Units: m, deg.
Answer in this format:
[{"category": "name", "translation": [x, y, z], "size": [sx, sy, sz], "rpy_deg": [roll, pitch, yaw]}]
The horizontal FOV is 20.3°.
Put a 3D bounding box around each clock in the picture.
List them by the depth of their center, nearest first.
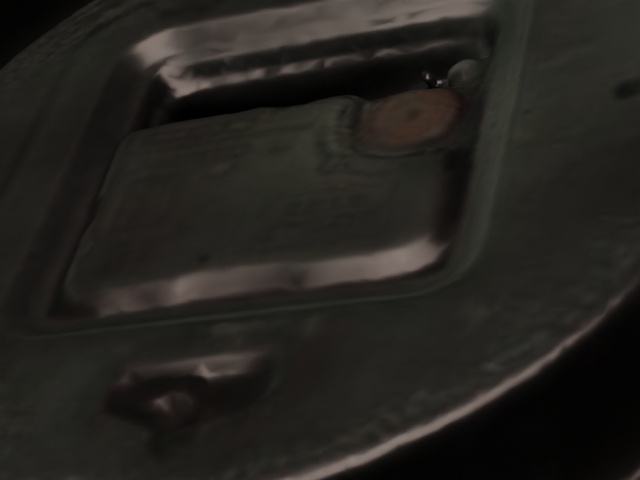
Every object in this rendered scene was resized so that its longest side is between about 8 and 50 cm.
[{"category": "clock", "translation": [-0.001, -0.001, 0.425], "size": [0.318, 0.066, 0.319], "rpy_deg": [-15, 37, 12]}]
